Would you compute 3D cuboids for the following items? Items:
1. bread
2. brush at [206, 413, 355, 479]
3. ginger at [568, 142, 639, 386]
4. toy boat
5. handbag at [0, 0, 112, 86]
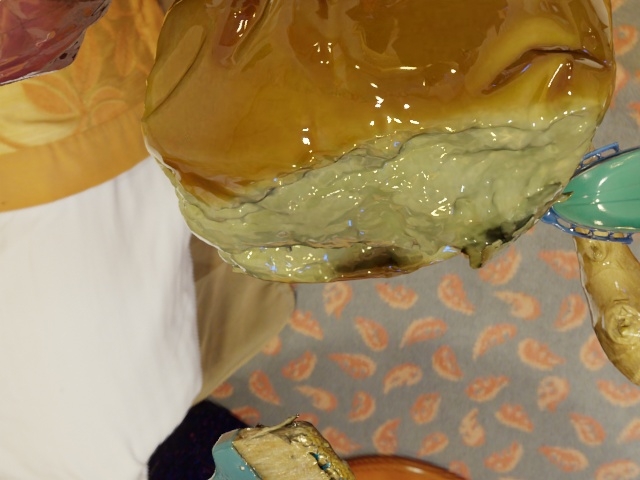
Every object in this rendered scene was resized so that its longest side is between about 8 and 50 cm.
[{"bbox_3d":[0.048,-0.100,0.486,0.250,0.279,0.224,-1,137,14],"label":"bread"},{"bbox_3d":[-0.050,0.109,0.346,0.164,0.014,0.051,-26,105,41],"label":"brush"},{"bbox_3d":[0.309,0.031,0.859,0.086,0.131,0.294,-21,100,24],"label":"ginger"},{"bbox_3d":[0.255,-0.040,0.672,0.175,0.110,0.091,-9,92,3],"label":"toy boat"},{"bbox_3d":[-0.220,-0.208,0.482,0.225,0.146,0.135,49,127,7],"label":"handbag"}]
